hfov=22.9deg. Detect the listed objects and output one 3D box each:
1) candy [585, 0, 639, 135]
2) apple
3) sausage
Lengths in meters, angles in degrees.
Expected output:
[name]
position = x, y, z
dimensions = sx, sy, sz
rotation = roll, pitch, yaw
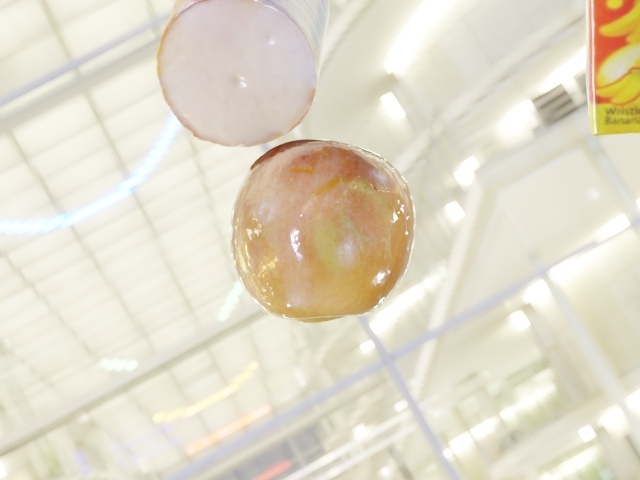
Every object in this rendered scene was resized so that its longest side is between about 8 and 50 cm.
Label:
[candy]
position = 0.275, -0.208, 1.217
dimensions = 0.146, 0.088, 0.276
rotation = -1, -43, 7
[apple]
position = 0.000, 0.000, 1.964
dimensions = 0.253, 0.254, 0.253
rotation = -28, -13, -7
[sausage]
position = -0.104, -0.293, 2.254
dimensions = 0.233, 0.233, 0.287
rotation = -35, 22, 22
